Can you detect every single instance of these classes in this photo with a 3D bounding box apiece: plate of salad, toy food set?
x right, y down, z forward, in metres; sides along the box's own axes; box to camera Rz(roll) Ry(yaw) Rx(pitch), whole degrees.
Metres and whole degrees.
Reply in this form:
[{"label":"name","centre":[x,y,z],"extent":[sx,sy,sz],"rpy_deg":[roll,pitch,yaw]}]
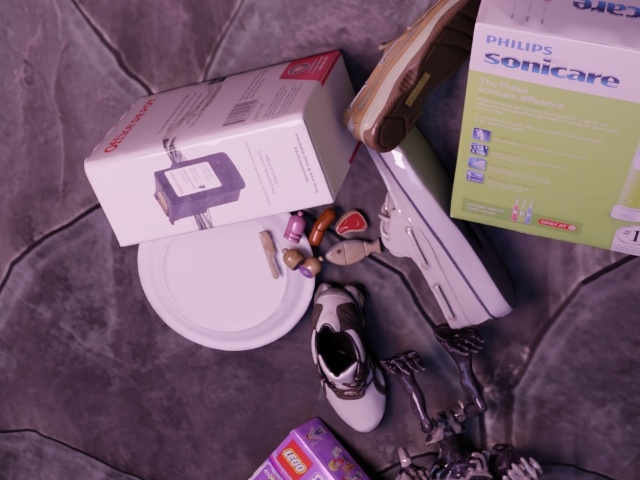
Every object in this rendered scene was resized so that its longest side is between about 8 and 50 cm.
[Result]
[{"label":"plate of salad","centre":[-0.103,0.028,1.541],"extent":[0.200,0.048,0.199],"rpy_deg":[3,111,7]},{"label":"toy food set","centre":[0.000,0.000,1.491],"extent":[0.122,0.019,0.078],"rpy_deg":[-19,107,-2]}]

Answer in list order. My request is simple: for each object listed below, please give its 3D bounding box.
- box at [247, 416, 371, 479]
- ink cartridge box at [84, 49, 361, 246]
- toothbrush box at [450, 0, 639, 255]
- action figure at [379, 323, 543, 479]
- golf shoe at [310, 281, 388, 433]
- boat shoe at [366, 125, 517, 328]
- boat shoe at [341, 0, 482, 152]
[{"label":"box","centre":[0.021,0.382,1.635],"extent":[0.293,0.057,0.201],"rpy_deg":[49,122,15]},{"label":"ink cartridge box","centre":[-0.092,-0.094,1.397],"extent":[0.237,0.172,0.100],"rpy_deg":[-11,115,20]},{"label":"toothbrush box","centre":[0.238,-0.125,1.264],"extent":[0.206,0.122,0.283],"rpy_deg":[11,148,8]},{"label":"action figure","centre":[0.150,0.241,1.537],"extent":[0.164,0.141,0.275],"rpy_deg":[-18,111,-1]},{"label":"golf shoe","centre":[0.024,0.146,1.549],"extent":[0.077,0.094,0.198],"rpy_deg":[-7,118,17]},{"label":"boat shoe","centre":[0.105,-0.018,1.440],"extent":[0.088,0.096,0.267],"rpy_deg":[-26,117,21]},{"label":"boat shoe","centre":[0.086,-0.178,1.344],"extent":[0.190,0.072,0.068],"rpy_deg":[-51,141,-3]}]
